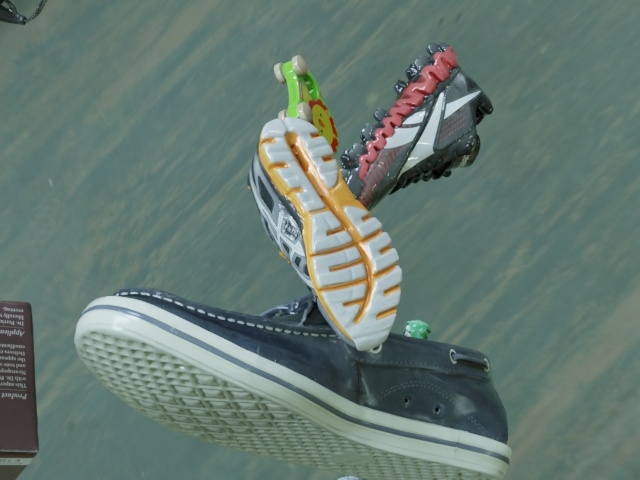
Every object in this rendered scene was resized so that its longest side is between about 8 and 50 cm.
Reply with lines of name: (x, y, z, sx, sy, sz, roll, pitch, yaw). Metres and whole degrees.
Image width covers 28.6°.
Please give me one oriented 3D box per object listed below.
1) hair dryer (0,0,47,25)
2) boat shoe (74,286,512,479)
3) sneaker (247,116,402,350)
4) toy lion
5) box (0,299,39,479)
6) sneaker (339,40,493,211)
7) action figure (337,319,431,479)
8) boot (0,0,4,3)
hair dryer: (-0.482, -0.309, 1.496, 0.293, 0.080, 0.224, -30, 94, 26)
boat shoe: (-0.011, 0.125, 1.226, 0.500, 0.186, 0.156, 21, 63, -32)
sneaker: (0.000, 0.000, 1.087, 0.084, 0.083, 0.215, -12, 69, -32)
toy lion: (-0.010, -0.144, 1.401, 0.034, 0.096, 0.100, -20, 61, 25)
box: (-0.451, 0.191, 1.536, 0.168, 0.167, 0.203, 7, 59, -28)
sneaker: (0.114, -0.111, 1.497, 0.135, 0.097, 0.276, 40, 61, -4)
action figure: (0.085, 0.203, 1.513, 0.063, 0.137, 0.232, 10, 103, -33)
boot: (-0.472, -0.273, 1.389, 0.246, 0.094, 0.207, -46, 64, 4)
